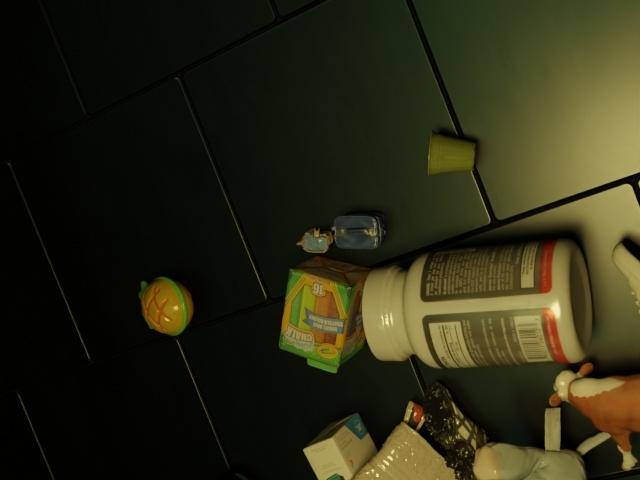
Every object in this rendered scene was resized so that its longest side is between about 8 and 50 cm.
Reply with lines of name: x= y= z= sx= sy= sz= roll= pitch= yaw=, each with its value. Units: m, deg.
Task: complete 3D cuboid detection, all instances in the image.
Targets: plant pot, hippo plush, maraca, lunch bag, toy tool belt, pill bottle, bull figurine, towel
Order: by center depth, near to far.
bull figurine: x=0.534 y=0.284 z=1.573 sx=0.310 sy=0.101 sz=0.188 roll=-17 pitch=117 yaw=48
pill bottle: x=0.269 y=0.114 z=1.639 sx=0.363 sy=0.210 sz=0.210 roll=-6 pitch=99 yaw=26
plant pot: x=0.234 y=-0.152 z=1.673 sx=0.079 sy=0.083 sz=0.083 roll=4 pitch=104 yaw=12
hippo plush: x=0.352 y=0.469 z=1.677 sx=0.234 sy=0.294 sz=0.236 roll=21 pitch=139 yaw=1
towel: x=0.193 y=0.503 z=1.776 sx=0.282 sy=0.049 sz=0.187 roll=45 pitch=75 yaw=-4
lunch bag: x=0.077 y=-0.018 z=1.777 sx=0.098 sy=0.065 sz=0.067 roll=-1 pitch=102 yaw=25
toy tool belt: x=0.000 y=0.000 z=1.824 sx=0.083 sy=0.051 sz=0.052 roll=-4 pitch=100 yaw=25
maraca: x=-0.332 y=0.137 z=1.988 sx=0.186 sy=0.099 sz=0.127 roll=-2 pitch=97 yaw=51

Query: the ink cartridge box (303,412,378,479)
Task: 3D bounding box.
ink cartridge box: x=0.073 y=0.473 z=1.854 sx=0.078 sy=0.134 sz=0.231 roll=-28 pitch=90 yaw=28

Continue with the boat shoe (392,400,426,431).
boat shoe: x=0.160 y=0.374 z=1.837 sx=0.043 sy=0.049 sz=0.137 roll=29 pitch=107 yaw=2

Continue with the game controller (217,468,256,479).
game controller: x=-0.116 y=0.635 z=2.017 sx=0.319 sy=0.067 sz=0.166 roll=41 pitch=115 yaw=10

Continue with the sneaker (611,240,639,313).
sneaker: x=0.561 y=0.138 z=1.566 sx=0.123 sy=0.106 sz=0.290 roll=-42 pitch=84 yaw=24

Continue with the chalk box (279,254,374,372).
chalk box: x=0.010 y=0.154 z=1.810 sx=0.132 sy=0.132 sz=0.213 roll=14 pitch=107 yaw=22

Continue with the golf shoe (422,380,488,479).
golf shoe: x=0.260 y=0.359 z=1.781 sx=0.077 sy=0.094 sz=0.198 roll=-42 pitch=58 yaw=39
